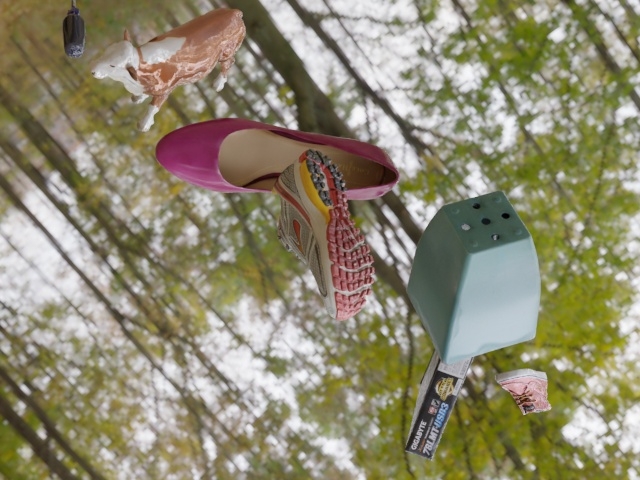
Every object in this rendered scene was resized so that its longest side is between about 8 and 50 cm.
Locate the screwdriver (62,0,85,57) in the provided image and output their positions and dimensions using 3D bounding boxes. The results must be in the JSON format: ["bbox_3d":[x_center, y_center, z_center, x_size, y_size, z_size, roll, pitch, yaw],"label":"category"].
[{"bbox_3d":[-0.249,-0.241,1.029,0.024,0.025,0.170,-21,-135,9],"label":"screwdriver"}]

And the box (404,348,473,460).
[{"bbox_3d":[0.276,0.277,2.207,0.295,0.073,0.293,-58,169,-65],"label":"box"}]

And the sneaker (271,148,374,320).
[{"bbox_3d":[0.000,0.000,1.295,0.093,0.088,0.225,-32,-119,33],"label":"sneaker"}]

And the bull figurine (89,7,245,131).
[{"bbox_3d":[-0.254,-0.298,1.728,0.310,0.101,0.188,-31,164,-35],"label":"bull figurine"}]

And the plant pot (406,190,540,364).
[{"bbox_3d":[0.247,0.044,1.599,0.166,0.234,0.165,-15,-130,-12],"label":"plant pot"}]

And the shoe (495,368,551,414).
[{"bbox_3d":[0.415,0.307,2.054,0.063,0.081,0.178,-20,160,32],"label":"shoe"}]

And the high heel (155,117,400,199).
[{"bbox_3d":[-0.064,-0.130,1.612,0.377,0.127,0.181,0,-175,-19],"label":"high heel"}]
